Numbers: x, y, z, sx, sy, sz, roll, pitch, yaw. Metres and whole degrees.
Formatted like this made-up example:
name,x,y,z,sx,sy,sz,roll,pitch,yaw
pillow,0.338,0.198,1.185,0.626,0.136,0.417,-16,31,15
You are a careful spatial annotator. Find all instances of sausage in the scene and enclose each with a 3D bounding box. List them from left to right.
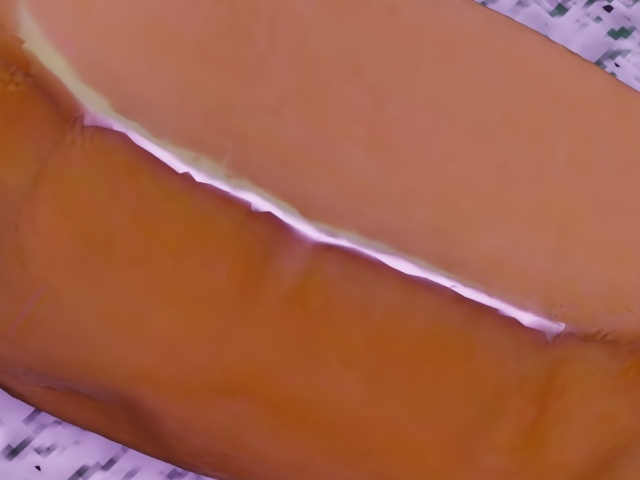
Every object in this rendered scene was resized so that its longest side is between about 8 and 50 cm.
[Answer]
name,x,y,z,sx,sy,sz,roll,pitch,yaw
sausage,0.000,-0.001,0.478,0.241,0.136,0.120,20,56,-6
